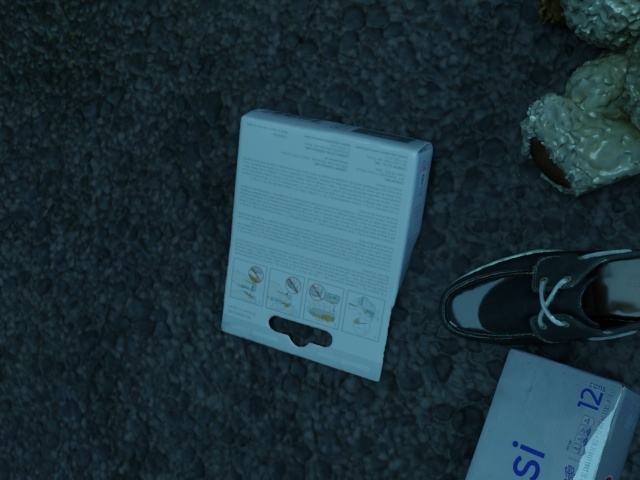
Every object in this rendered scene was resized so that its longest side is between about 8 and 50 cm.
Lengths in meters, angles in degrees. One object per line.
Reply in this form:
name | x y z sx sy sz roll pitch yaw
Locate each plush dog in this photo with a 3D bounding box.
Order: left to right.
plush dog | 0.266 -0.180 0.602 0.211 0.262 0.225 -21 87 -14

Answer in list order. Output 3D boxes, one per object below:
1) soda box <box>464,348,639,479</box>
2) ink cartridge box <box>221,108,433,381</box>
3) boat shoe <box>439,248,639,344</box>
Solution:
soda box | 0.163 0.240 0.631 0.098 0.091 0.286 16 84 36
ink cartridge box | 0.000 0.000 0.781 0.189 0.066 0.232 15 113 23
boat shoe | 0.209 0.045 0.665 0.233 0.079 0.084 -7 85 23
